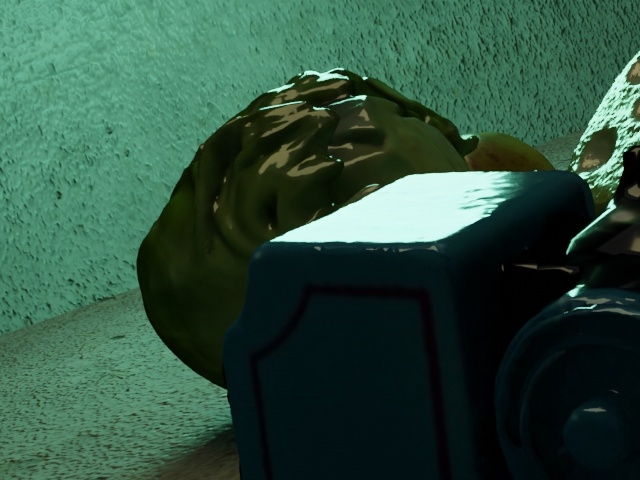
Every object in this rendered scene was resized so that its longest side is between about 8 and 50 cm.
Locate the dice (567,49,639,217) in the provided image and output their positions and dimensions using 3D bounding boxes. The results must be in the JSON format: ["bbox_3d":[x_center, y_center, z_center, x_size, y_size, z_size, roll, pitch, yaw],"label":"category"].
[{"bbox_3d":[0.371,-0.054,1.369,0.233,0.238,0.227,-59,18,-13],"label":"dice"}]

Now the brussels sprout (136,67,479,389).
[{"bbox_3d":[-0.007,0.018,1.751,0.361,0.342,0.425,-44,-8,21],"label":"brussels sprout"}]

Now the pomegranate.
[{"bbox_3d":[0.200,-0.028,1.997,0.233,0.233,0.233,-17,6,2],"label":"pomegranate"}]

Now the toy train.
[{"bbox_3d":[0.096,0.114,0.728,0.265,0.300,0.188,0,15,34],"label":"toy train"}]
